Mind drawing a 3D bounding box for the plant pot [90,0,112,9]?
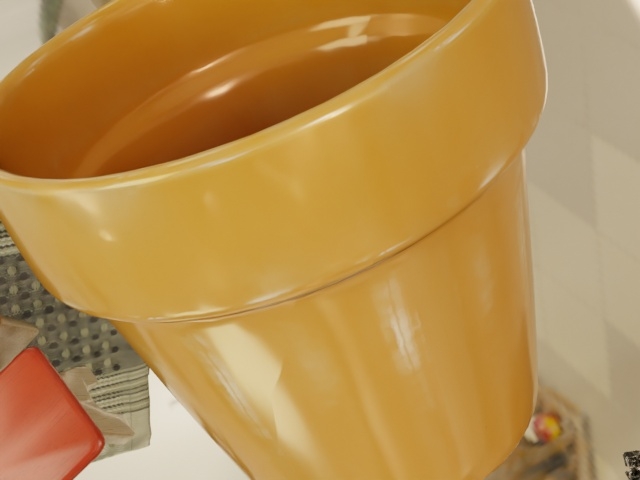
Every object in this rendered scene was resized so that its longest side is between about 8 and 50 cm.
[{"bbox_3d":[-0.089,-0.229,0.838,0.109,0.237,0.237,7,123,49],"label":"plant pot"}]

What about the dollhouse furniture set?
[{"bbox_3d":[-0.243,0.180,0.801,0.262,0.259,0.135,49,-169,16],"label":"dollhouse furniture set"}]

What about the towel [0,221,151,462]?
[{"bbox_3d":[-0.285,0.069,0.971,0.056,0.324,0.312,-132,37,-52],"label":"towel"}]

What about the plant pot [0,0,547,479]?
[{"bbox_3d":[0.000,0.000,0.491,0.205,0.205,0.188,36,153,58],"label":"plant pot"}]

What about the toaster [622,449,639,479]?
[{"bbox_3d":[0.254,0.160,0.733,0.110,0.168,0.185,56,-152,4],"label":"toaster"}]
